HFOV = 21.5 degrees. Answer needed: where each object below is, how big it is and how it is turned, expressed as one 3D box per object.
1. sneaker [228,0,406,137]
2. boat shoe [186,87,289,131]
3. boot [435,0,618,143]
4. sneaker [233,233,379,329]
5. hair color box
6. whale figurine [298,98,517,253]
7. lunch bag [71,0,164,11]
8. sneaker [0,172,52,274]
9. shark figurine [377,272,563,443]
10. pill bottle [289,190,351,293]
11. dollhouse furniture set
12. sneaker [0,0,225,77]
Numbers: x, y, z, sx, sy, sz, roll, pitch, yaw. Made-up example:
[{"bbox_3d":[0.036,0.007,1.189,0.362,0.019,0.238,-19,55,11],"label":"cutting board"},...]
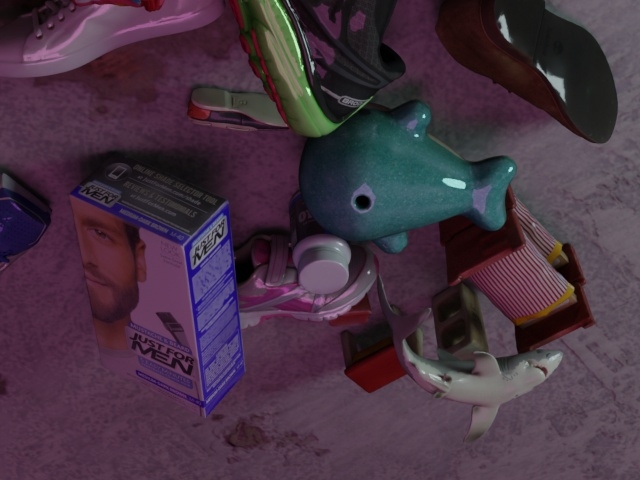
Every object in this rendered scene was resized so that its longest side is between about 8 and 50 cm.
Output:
[{"bbox_3d":[-0.015,-0.340,1.883,0.202,0.185,0.482,-26,136,-10],"label":"sneaker"},{"bbox_3d":[-0.099,-0.157,2.114,0.137,0.049,0.043,9,137,-10],"label":"boat shoe"},{"bbox_3d":[0.259,-0.217,2.074,0.115,0.112,0.305,-4,150,43],"label":"boot"},{"bbox_3d":[-0.047,0.047,2.284,0.252,0.103,0.111,-12,136,6],"label":"sneaker"},{"bbox_3d":[-0.210,0.063,2.226,0.185,0.110,0.338,23,139,24],"label":"hair color box"},{"bbox_3d":[0.106,-0.068,2.120,0.272,0.141,0.216,12,117,1],"label":"whale figurine"},{"bbox_3d":[-0.203,-0.402,1.723,0.120,0.258,0.293,5,155,1],"label":"lunch bag"},{"bbox_3d":[-0.482,0.066,2.209,0.315,0.182,0.127,-33,130,25],"label":"sneaker"},{"bbox_3d":[0.163,0.157,2.233,0.278,0.116,0.166,22,112,-27],"label":"shark figurine"},{"bbox_3d":[0.000,0.000,2.216,0.078,0.137,0.078,-3,135,-3],"label":"pill bottle"},{"bbox_3d":[0.161,0.090,2.309,0.374,0.152,0.201,-30,130,23],"label":"dollhouse furniture set"},{"bbox_3d":[-0.264,-0.282,1.945,0.290,0.106,0.123,-19,132,-2],"label":"sneaker"}]
